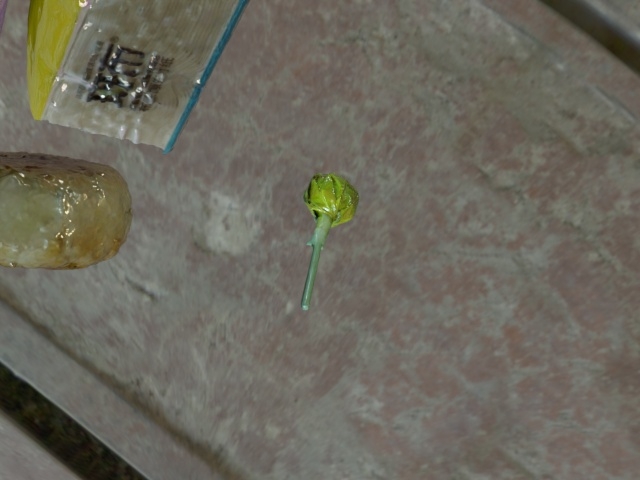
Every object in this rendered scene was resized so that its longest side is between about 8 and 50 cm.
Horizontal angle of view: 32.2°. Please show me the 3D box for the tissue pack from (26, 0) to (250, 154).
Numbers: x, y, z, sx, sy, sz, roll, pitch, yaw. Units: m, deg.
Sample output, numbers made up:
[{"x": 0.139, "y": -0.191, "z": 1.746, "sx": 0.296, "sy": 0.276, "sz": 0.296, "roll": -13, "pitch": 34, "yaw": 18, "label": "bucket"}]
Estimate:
[{"x": -0.077, "y": -0.139, "z": 0.499, "sx": 0.082, "sy": 0.169, "sz": 0.120, "roll": 11, "pitch": 51, "yaw": -23, "label": "tissue pack"}]

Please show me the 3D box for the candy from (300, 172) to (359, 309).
[{"x": 0.000, "y": 0.000, "z": 1.179, "sx": 0.062, "sy": 0.058, "sz": 0.194, "roll": 18, "pitch": 46, "yaw": -4, "label": "candy"}]

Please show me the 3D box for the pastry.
[{"x": -0.258, "y": -0.026, "z": 0.925, "sx": 0.193, "sy": 0.182, "sz": 0.093, "roll": 12, "pitch": 98, "yaw": 34, "label": "pastry"}]

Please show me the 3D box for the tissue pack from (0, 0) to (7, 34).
[{"x": -0.405, "y": -0.356, "z": 1.045, "sx": 0.242, "sy": 0.160, "sz": 0.338, "roll": 12, "pitch": 92, "yaw": 21, "label": "tissue pack"}]
